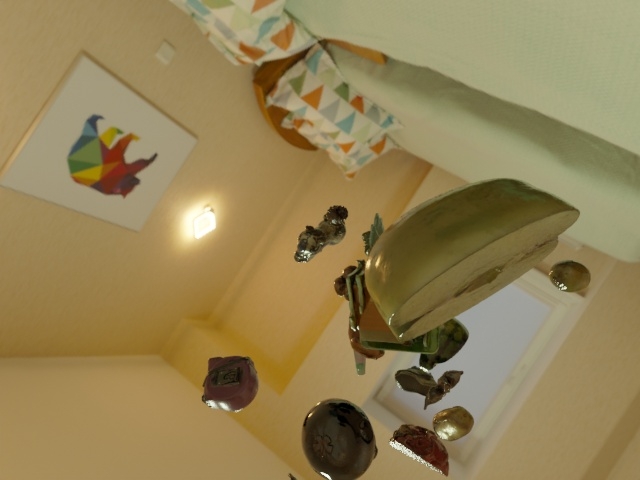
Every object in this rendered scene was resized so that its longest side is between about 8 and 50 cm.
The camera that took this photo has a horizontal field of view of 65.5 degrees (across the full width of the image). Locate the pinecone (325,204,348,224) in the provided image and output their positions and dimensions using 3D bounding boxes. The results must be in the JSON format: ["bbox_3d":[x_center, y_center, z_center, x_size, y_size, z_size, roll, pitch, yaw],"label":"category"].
[{"bbox_3d":[0.063,-0.099,1.860,0.077,0.083,0.077,23,130,31],"label":"pinecone"}]

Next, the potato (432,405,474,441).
[{"bbox_3d":[0.433,0.599,1.631,0.107,0.080,0.170,31,142,6],"label":"potato"}]

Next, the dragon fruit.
[{"bbox_3d":[0.448,0.911,2.269,0.317,0.152,0.205,15,153,43],"label":"dragon fruit"}]

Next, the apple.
[{"bbox_3d":[0.267,0.047,0.901,0.311,0.360,0.320,58,180,-20],"label":"apple"}]

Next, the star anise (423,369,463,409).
[{"bbox_3d":[0.457,0.570,1.908,0.063,0.172,0.208,47,154,24],"label":"star anise"}]

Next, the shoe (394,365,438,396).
[{"bbox_3d":[0.424,0.613,2.217,0.228,0.099,0.112,26,-152,-16],"label":"shoe"}]

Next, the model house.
[{"bbox_3d":[0.210,0.103,1.391,0.243,0.357,0.312,3,154,20],"label":"model house"}]

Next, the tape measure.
[{"bbox_3d":[-0.391,0.607,2.127,0.231,0.246,0.149,-91,-15,-48],"label":"tape measure"}]

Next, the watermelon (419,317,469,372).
[{"bbox_3d":[0.530,0.414,2.043,0.128,0.303,0.159,18,134,37],"label":"watermelon"}]

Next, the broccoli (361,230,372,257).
[{"bbox_3d":[0.248,0.027,2.119,0.146,0.138,0.162,6,137,37],"label":"broccoli"}]

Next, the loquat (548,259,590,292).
[{"bbox_3d":[1.068,0.152,2.121,0.195,0.152,0.152,-6,-158,-30],"label":"loquat"}]

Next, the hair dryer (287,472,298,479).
[{"bbox_3d":[-0.069,1.013,1.999,0.219,0.075,0.195,30,157,55],"label":"hair dryer"}]

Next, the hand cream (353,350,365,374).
[{"bbox_3d":[0.205,0.610,2.587,0.076,0.174,0.047,-3,-174,-2],"label":"hand cream"}]

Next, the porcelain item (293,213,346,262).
[{"bbox_3d":[0.000,0.000,2.338,0.138,0.186,0.288,41,-135,18],"label":"porcelain item"}]

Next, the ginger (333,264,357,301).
[{"bbox_3d":[0.112,0.158,1.910,0.103,0.162,0.073,16,150,27],"label":"ginger"}]

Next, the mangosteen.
[{"bbox_3d":[0.078,0.682,1.722,0.275,0.274,0.302,33,-170,31],"label":"mangosteen"}]

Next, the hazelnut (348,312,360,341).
[{"bbox_3d":[0.186,0.334,1.906,0.210,0.186,0.210,36,174,5],"label":"hazelnut"}]

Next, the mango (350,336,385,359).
[{"bbox_3d":[0.159,0.371,1.713,0.127,0.063,0.077,18,159,19],"label":"mango"}]
